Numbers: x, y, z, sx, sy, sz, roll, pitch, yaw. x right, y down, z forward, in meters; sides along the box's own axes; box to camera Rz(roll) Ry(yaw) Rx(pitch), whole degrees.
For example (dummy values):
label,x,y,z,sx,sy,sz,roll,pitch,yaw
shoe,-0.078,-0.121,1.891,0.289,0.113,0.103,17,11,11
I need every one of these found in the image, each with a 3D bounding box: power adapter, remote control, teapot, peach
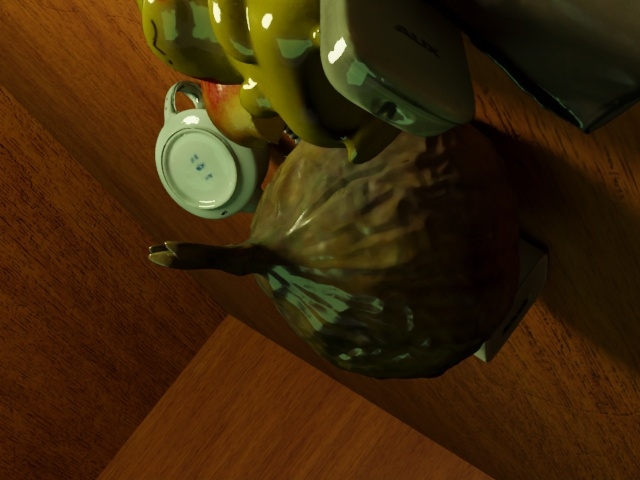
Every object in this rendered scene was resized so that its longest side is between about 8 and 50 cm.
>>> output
label,x,y,z,sx,sy,sz,roll,pitch,yaw
power adapter,0.144,0.027,1.274,0.205,0.130,0.125,34,167,22
remote control,0.038,-0.167,0.653,0.090,0.038,0.309,27,-144,-22
teapot,-0.140,-0.125,1.547,0.232,0.159,0.159,52,166,-3
peach,-0.077,-0.174,1.201,0.118,0.151,0.151,26,167,-2

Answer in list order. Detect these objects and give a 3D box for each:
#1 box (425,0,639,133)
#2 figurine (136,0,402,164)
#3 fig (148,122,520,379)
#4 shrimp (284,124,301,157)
label,x,y,z,sx,sy,sz,roll,pitch,yaw
box,0.138,-0.186,0.501,0.188,0.153,0.252,38,166,-4
figurine,-0.051,-0.208,0.922,0.327,0.169,0.218,27,148,32
fig,0.000,0.000,1.052,0.369,0.286,0.286,-1,-172,-30
shrimp,-0.010,-0.095,1.406,0.174,0.076,0.082,51,-171,-17
